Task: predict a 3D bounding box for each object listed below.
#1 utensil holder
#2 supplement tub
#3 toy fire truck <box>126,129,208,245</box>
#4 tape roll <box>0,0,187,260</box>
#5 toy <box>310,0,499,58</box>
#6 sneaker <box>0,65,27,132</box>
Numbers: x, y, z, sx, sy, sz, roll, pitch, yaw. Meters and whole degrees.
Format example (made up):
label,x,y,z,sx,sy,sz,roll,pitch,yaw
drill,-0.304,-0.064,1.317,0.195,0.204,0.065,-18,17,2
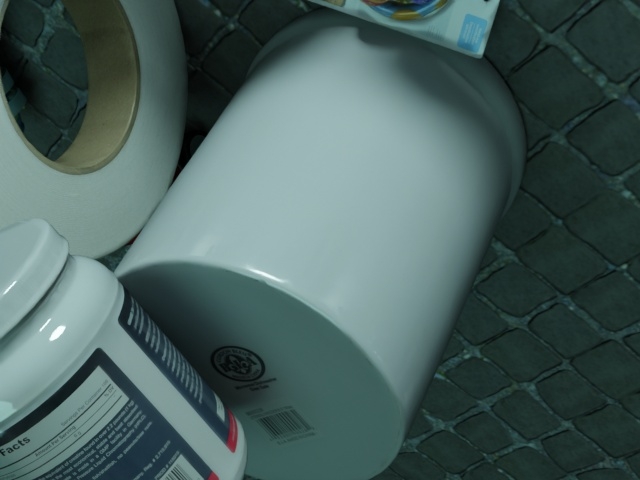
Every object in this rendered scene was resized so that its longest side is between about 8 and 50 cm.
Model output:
label,x,y,z,sx,sy,sz,roll,pitch,yaw
utensil holder,0.000,0.000,1.084,0.327,0.385,0.328,16,136,16
supplement tub,-0.205,0.136,0.897,0.191,0.191,0.272,-15,122,38
toy fire truck,-0.199,0.021,1.317,0.158,0.246,0.217,-13,124,37
tape roll,-0.268,-0.166,1.064,0.072,0.392,0.392,0,131,29
toy,0.054,-0.265,1.017,0.237,0.056,0.137,23,122,13
sneaker,-0.411,-0.219,1.291,0.208,0.127,0.319,46,146,-16
